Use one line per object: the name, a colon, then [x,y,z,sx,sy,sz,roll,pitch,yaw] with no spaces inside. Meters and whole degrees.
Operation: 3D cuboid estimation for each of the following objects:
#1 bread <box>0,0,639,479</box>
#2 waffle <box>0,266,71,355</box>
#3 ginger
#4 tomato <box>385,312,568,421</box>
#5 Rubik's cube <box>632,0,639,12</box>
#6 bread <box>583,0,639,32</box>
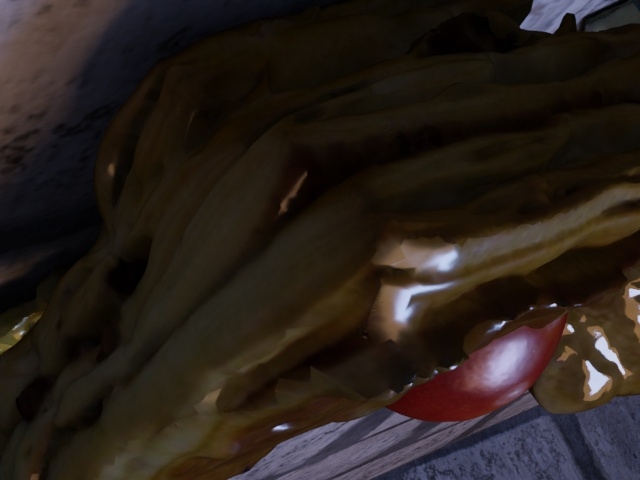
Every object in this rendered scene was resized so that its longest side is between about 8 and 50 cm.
bread: [0.000,0.000,0.703,0.314,0.191,0.370,-20,169,-41]
waffle: [-0.131,0.059,0.931,0.291,0.051,0.291,-25,162,-9]
ginger: [0.229,-0.004,1.059,0.223,0.200,0.269,-3,123,-2]
tomato: [0.077,0.029,0.924,0.136,0.195,0.195,10,145,-33]
Rubik's cube: [0.306,-0.160,0.804,0.254,0.254,0.254,-25,165,-7]
bread: [0.240,-0.154,0.901,0.154,0.028,0.068,-27,163,-8]
